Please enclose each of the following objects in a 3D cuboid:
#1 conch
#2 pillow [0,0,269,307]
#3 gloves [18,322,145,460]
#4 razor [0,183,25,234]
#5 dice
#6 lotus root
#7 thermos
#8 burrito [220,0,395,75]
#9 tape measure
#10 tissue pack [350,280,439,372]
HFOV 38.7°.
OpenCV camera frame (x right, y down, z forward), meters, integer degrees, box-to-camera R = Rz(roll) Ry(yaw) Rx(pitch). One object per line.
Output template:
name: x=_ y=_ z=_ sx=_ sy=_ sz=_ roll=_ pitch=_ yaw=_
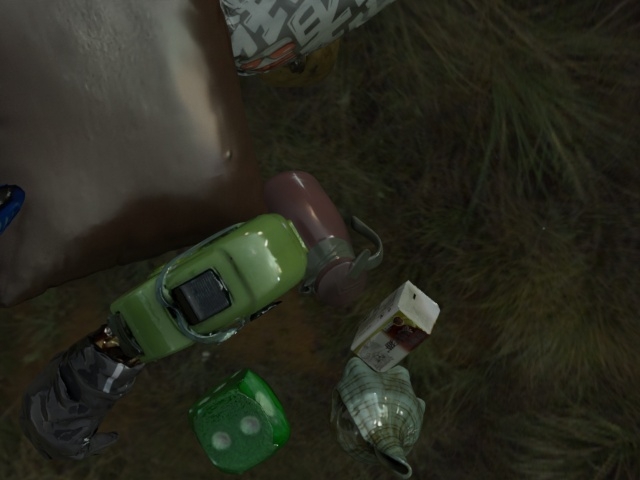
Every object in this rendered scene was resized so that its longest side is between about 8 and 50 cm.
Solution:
conch: x=0.102 y=0.291 z=1.548 sx=0.169 sy=0.386 sz=0.203 roll=-43 pitch=99 yaw=-17
pillow: x=-0.202 y=-0.118 z=0.866 sx=0.108 sy=0.305 sz=0.308 roll=-2 pitch=103 yaw=53
gloves: x=-0.295 y=0.190 z=1.096 sx=0.285 sy=0.119 sz=0.142 roll=-61 pitch=43 yaw=43
razor: x=-0.269 y=0.061 z=0.566 sx=0.056 sy=0.324 sz=0.093 roll=22 pitch=131 yaw=-8
dice: x=-0.129 y=0.289 z=1.454 sx=0.120 sy=0.128 sz=0.131 roll=-34 pitch=96 yaw=5
lotus root: x=-0.057 y=-0.377 z=1.792 sx=0.182 sy=0.310 sz=0.183 roll=1 pitch=81 yaw=-5
thermos: x=0.000 y=0.000 z=1.587 sx=0.176 sy=0.146 sz=0.265 roll=-20 pitch=40 yaw=-16
burrito: x=-0.032 y=-0.330 z=1.275 sx=0.445 sy=0.101 sz=0.139 roll=-34 pitch=84 yaw=-18
tape measure: x=-0.085 y=0.036 z=0.833 sx=0.154 sy=0.177 sz=0.087 roll=-26 pitch=98 yaw=50
tissue pack: x=0.148 y=0.173 z=1.790 sx=0.099 sy=0.106 sz=0.148 roll=40 pitch=124 yaw=-7
